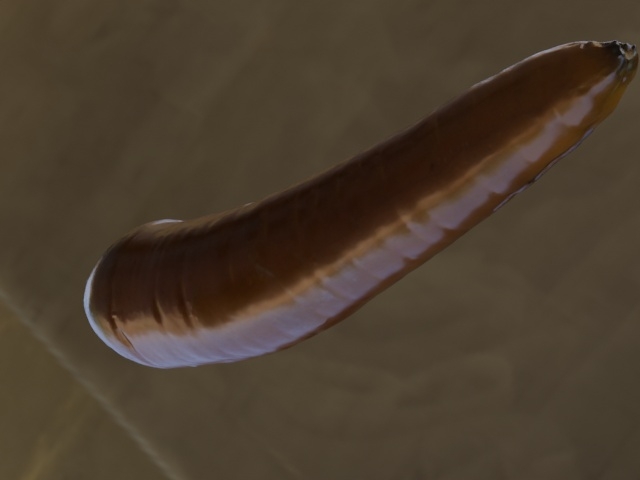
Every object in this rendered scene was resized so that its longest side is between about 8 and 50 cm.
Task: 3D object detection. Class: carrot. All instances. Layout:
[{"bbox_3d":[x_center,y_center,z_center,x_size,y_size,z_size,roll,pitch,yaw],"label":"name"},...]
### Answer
[{"bbox_3d":[0.000,0.000,0.644,0.066,0.062,0.271,-26,-177,-43],"label":"carrot"}]
